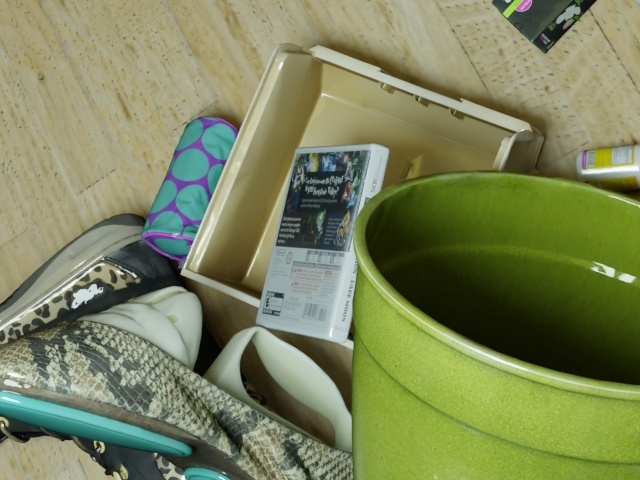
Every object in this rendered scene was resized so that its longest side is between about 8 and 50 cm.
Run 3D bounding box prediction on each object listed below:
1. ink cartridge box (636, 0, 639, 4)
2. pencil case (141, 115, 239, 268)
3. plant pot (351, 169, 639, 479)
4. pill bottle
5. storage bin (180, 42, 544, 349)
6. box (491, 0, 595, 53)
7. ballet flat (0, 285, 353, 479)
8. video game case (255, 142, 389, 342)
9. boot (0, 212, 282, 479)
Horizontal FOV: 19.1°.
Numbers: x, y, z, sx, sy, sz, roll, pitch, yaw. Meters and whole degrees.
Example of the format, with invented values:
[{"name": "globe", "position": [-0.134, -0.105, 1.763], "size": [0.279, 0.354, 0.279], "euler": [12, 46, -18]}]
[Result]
[{"name": "ink cartridge box", "position": [0.336, -0.351, 1.784], "size": [0.237, 0.100, 0.172], "euler": [-48, 68, 8]}, {"name": "pencil case", "position": [-0.125, -0.051, 1.910], "size": [0.070, 0.064, 0.151], "euler": [10, 60, 13]}, {"name": "plant pot", "position": [0.176, 0.179, 1.621], "size": [0.366, 0.366, 0.353], "euler": [23, 118, 23]}, {"name": "pill bottle", "position": [0.285, -0.067, 1.791], "size": [0.083, 0.043, 0.043], "euler": [-5, 80, 20]}, {"name": "storage bin", "position": [0.047, -0.033, 1.837], "size": [0.262, 0.123, 0.260], "euler": [23, 91, 23]}, {"name": "box", "position": [0.219, -0.234, 1.839], "size": [0.083, 0.052, 0.062], "euler": [-47, 68, 8]}, {"name": "ballet flat", "position": [-0.105, 0.151, 1.721], "size": [0.164, 0.483, 0.182], "euler": [-4, 60, 52]}, {"name": "video game case", "position": [0.000, 0.000, 1.704], "size": [0.022, 0.190, 0.173], "euler": [14, 87, -21]}, {"name": "boot", "position": [-0.241, 0.191, 1.911], "size": [0.377, 0.138, 0.284], "euler": [-42, 69, 2]}]
